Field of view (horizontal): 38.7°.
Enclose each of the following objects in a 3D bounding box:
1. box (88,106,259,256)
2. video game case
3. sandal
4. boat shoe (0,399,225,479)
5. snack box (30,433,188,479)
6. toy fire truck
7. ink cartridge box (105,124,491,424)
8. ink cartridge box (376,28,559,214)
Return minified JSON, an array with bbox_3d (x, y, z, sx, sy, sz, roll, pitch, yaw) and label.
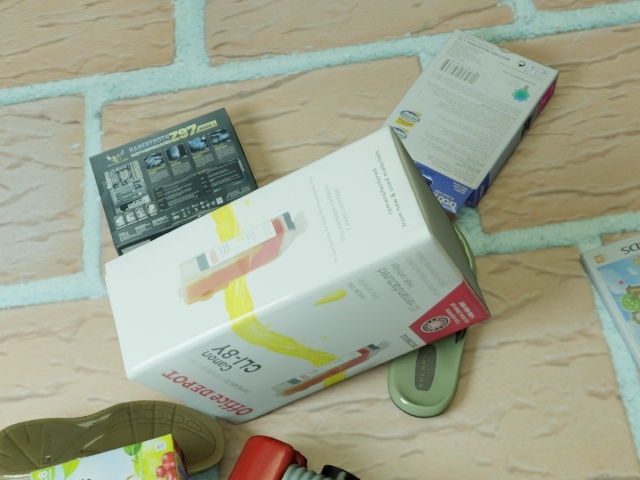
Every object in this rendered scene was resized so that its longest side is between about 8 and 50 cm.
[{"bbox_3d":[-0.223,-0.087,1.409,0.233,0.059,0.183,-21,60,-5],"label":"box"},{"bbox_3d":[0.492,0.077,1.251,0.193,0.023,0.212,-18,60,-4],"label":"video game case"},{"bbox_3d":[0.154,0.090,1.247,0.120,0.086,0.302,1,60,7],"label":"sandal"},{"bbox_3d":[-0.270,0.283,1.183,0.302,0.098,0.109,-6,48,0],"label":"boat shoe"},{"bbox_3d":[-0.230,0.344,1.029,0.174,0.070,0.207,-14,52,0],"label":"snack box"},{"bbox_3d":[-0.019,0.310,1.047,0.217,0.246,0.158,20,64,17],"label":"toy fire truck"},{"bbox_3d":[-0.021,0.064,1.121,0.385,0.279,0.160,-25,60,13],"label":"ink cartridge box"},{"bbox_3d":[0.211,-0.178,1.409,0.186,0.065,0.311,28,65,21],"label":"ink cartridge box"}]
